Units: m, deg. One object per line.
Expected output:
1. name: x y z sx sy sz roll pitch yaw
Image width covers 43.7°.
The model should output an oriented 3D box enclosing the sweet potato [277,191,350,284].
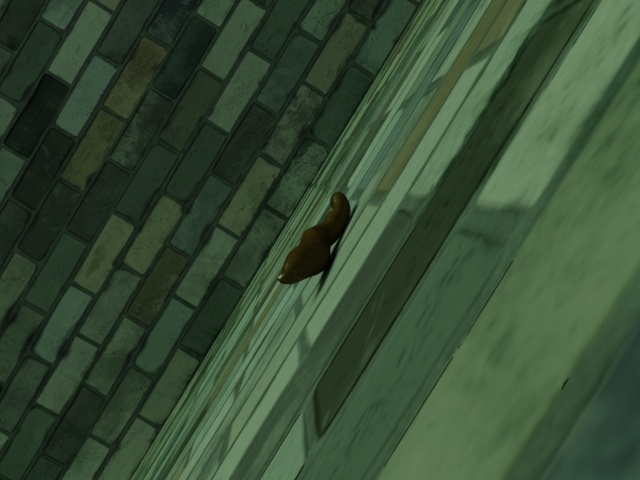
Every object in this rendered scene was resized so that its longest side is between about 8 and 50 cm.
1. sweet potato: -0.003 0.002 0.798 0.044 0.044 0.179 -56 -2 33
